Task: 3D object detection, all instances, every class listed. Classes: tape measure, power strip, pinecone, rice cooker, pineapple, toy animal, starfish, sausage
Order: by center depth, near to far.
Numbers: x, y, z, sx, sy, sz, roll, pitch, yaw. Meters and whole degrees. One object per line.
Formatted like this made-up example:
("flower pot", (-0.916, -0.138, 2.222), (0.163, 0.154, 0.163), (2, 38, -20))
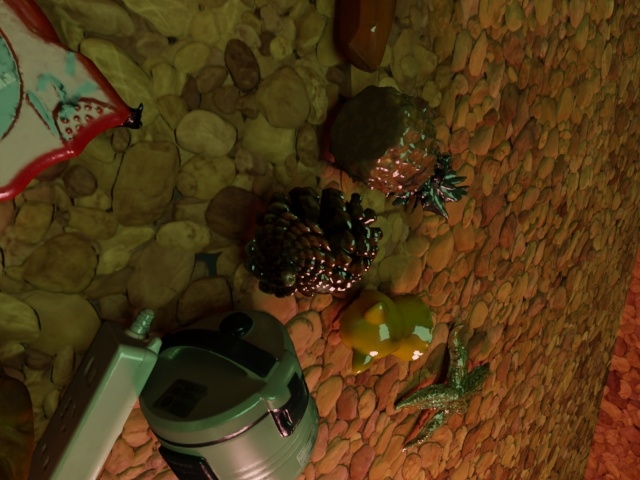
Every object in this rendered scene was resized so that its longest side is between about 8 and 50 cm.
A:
("tape measure", (-0.341, -0.143, 0.384), (0.253, 0.114, 0.260), (-45, 124, -19))
("power strip", (-0.301, 0.240, 0.547), (0.058, 0.098, 0.338), (30, 84, -38))
("rice cooker", (-0.121, 0.226, 0.605), (0.226, 0.226, 0.243), (-29, 121, -29))
("pinecone", (0.001, 0.002, 0.665), (0.212, 0.186, 0.168), (-6, 94, -54))
("sausage", (0.072, -0.356, 0.665), (0.089, 0.089, 0.179), (1, 98, -39))
("pineapple", (0.165, -0.138, 0.779), (0.341, 0.169, 0.169), (19, 92, -49))
("toy animal", (0.142, 0.175, 0.859), (0.230, 0.156, 0.155), (3, 102, -43))
("starfish", (0.347, 0.425, 1.151), (0.347, 0.078, 0.357), (42, 77, -42))

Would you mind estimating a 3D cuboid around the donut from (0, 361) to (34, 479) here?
("donut", (-0.384, 0.139, 0.332), (0.150, 0.299, 0.317), (-32, 99, -12))
